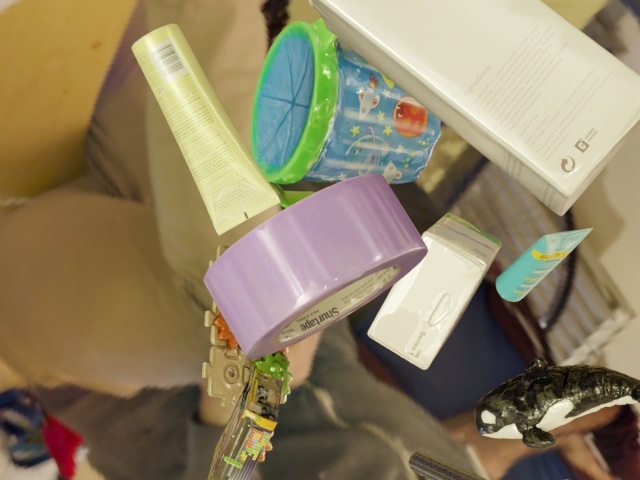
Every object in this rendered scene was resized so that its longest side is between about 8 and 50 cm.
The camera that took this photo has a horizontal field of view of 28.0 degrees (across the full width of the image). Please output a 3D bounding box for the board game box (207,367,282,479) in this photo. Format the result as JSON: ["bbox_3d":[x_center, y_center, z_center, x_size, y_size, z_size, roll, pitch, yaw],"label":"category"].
[{"bbox_3d":[-0.102,0.266,1.727,0.170,0.048,0.141,-84,-162,-77],"label":"board game box"}]

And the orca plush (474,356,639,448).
[{"bbox_3d":[0.347,0.224,1.911,0.287,0.102,0.151,-7,-143,41],"label":"orca plush"}]

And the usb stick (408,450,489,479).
[{"bbox_3d":[0.256,0.441,2.359,0.077,0.278,0.045,31,81,-26],"label":"usb stick"}]

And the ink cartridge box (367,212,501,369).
[{"bbox_3d":[0.196,0.078,2.148,0.201,0.117,0.278,-62,172,13],"label":"ink cartridge box"}]

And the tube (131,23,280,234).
[{"bbox_3d":[-0.138,-0.130,1.481,0.062,0.240,0.070,-27,179,-23],"label":"tube"}]

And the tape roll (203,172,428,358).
[{"bbox_3d":[-0.004,0.024,1.143,0.189,0.080,0.189,-29,169,-6],"label":"tape roll"}]

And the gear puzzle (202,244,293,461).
[{"bbox_3d":[-0.103,0.178,2.005,0.175,0.339,0.044,13,165,-42],"label":"gear puzzle"}]

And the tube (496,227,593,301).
[{"bbox_3d":[0.336,0.030,1.976,0.080,0.052,0.207,-13,159,-24],"label":"tube"}]

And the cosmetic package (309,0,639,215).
[{"bbox_3d":[0.175,-0.211,1.460,0.156,0.385,0.217,-49,172,2],"label":"cosmetic package"}]

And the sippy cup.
[{"bbox_3d":[0.044,-0.179,1.852,0.224,0.240,0.305,10,162,-25],"label":"sippy cup"}]
